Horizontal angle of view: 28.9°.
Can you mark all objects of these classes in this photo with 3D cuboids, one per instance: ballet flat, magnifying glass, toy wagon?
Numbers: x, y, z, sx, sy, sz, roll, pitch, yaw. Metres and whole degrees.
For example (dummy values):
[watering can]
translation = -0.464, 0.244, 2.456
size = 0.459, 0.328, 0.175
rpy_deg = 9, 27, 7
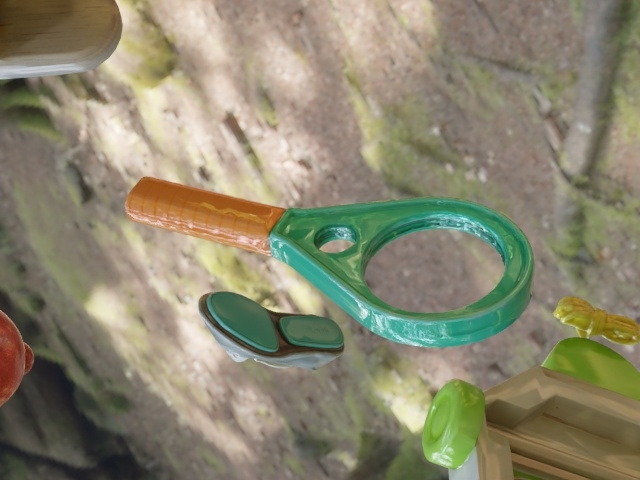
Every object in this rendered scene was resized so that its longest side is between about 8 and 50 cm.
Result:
[ballet flat]
translation = -0.061, 0.105, 1.301
size = 0.068, 0.213, 0.072
rpy_deg = -40, 56, 28
[magnifying glass]
translation = 0.000, 0.000, 0.658
size = 0.231, 0.092, 0.026
rpy_deg = 12, 137, 25
[toy wagon]
translation = 0.192, 0.172, 0.797
size = 0.344, 0.267, 0.068
rpy_deg = -87, 22, -54

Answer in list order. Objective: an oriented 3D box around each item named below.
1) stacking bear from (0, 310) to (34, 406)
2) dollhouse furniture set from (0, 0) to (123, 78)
[stacking bear]
translation = -0.356, 0.161, 0.998
size = 0.164, 0.289, 0.175
rpy_deg = -3, 131, 51
[dollhouse furniture set]
translation = -0.162, -0.349, 0.720
size = 0.362, 0.256, 0.394
rpy_deg = 81, -174, -64
